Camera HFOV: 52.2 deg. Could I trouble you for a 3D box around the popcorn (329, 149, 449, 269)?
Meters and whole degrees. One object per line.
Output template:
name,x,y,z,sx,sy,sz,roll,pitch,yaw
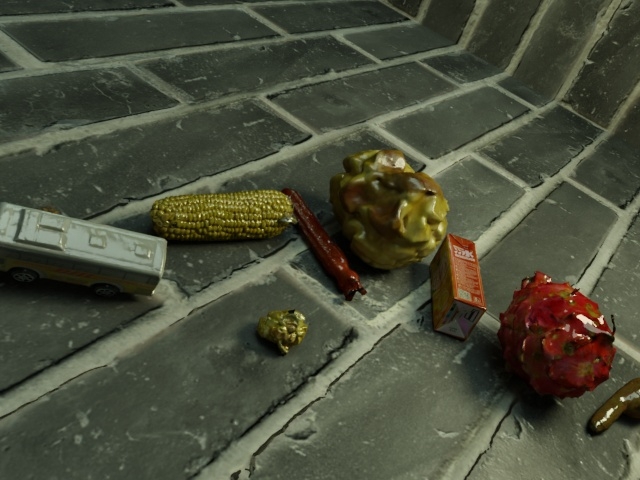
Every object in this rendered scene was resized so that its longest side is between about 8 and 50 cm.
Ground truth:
popcorn,0.138,-0.070,1.384,0.265,0.225,0.332,40,13,3

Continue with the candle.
candle,0.000,0.000,1.339,0.329,0.048,0.051,56,4,39

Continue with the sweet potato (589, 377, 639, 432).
sweet potato,0.602,0.309,1.259,0.269,0.075,0.075,-8,45,-33

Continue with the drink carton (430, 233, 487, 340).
drink carton,0.276,0.090,1.337,0.071,0.096,0.223,19,34,-6

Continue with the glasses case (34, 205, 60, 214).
glasses case,-0.516,-0.004,1.023,0.218,0.049,0.075,-18,52,-45

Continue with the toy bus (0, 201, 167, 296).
toy bus,-0.374,0.018,0.999,0.268,0.106,0.092,14,56,-24

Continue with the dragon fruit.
dragon fruit,0.434,0.173,1.235,0.205,0.210,0.268,-8,41,2

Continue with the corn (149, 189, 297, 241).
corn,-0.184,-0.043,1.243,0.293,0.106,0.106,-7,44,-31

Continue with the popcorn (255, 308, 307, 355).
popcorn,-0.058,0.138,1.083,0.084,0.084,0.084,16,34,-12
